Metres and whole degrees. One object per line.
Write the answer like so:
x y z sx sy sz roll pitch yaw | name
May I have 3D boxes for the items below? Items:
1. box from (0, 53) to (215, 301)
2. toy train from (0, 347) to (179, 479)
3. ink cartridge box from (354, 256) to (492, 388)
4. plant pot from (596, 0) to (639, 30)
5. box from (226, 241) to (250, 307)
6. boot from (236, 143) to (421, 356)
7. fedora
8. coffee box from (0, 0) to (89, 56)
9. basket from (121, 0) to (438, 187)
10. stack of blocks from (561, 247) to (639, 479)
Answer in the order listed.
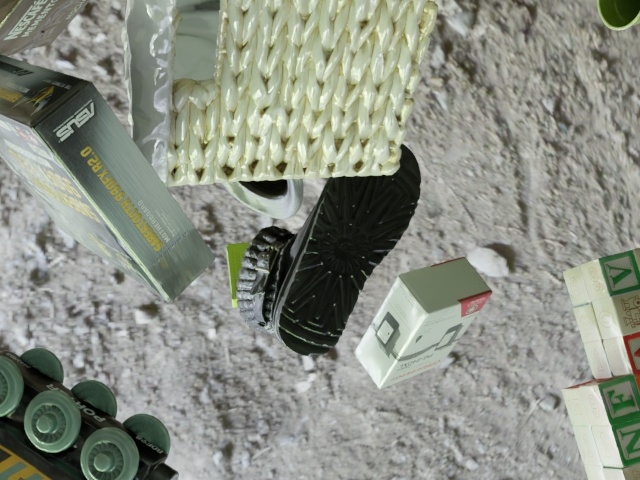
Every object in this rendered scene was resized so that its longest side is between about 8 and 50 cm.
-0.207 -0.060 0.725 0.056 0.183 0.231 -44 39 -18 | box
-0.345 0.272 1.117 0.334 0.142 0.190 29 96 11 | toy train
0.120 0.099 1.037 0.063 0.109 0.150 53 139 28 | ink cartridge box
0.360 -0.271 0.946 0.079 0.083 0.083 -4 84 -21 | plant pot
-0.073 0.053 1.531 0.178 0.042 0.109 -6 63 -7 | box
-0.004 -0.001 1.322 0.131 0.260 0.348 32 87 -18 | boot
-0.103 -0.183 1.600 0.243 0.275 0.124 18 54 36 | fedora
-0.361 -0.359 0.900 0.168 0.119 0.297 -32 92 38 | coffee box
-0.059 -0.268 0.842 0.266 0.328 0.331 -1 42 -14 | basket
0.359 0.159 0.936 0.171 0.087 0.297 -12 81 -13 | stack of blocks
